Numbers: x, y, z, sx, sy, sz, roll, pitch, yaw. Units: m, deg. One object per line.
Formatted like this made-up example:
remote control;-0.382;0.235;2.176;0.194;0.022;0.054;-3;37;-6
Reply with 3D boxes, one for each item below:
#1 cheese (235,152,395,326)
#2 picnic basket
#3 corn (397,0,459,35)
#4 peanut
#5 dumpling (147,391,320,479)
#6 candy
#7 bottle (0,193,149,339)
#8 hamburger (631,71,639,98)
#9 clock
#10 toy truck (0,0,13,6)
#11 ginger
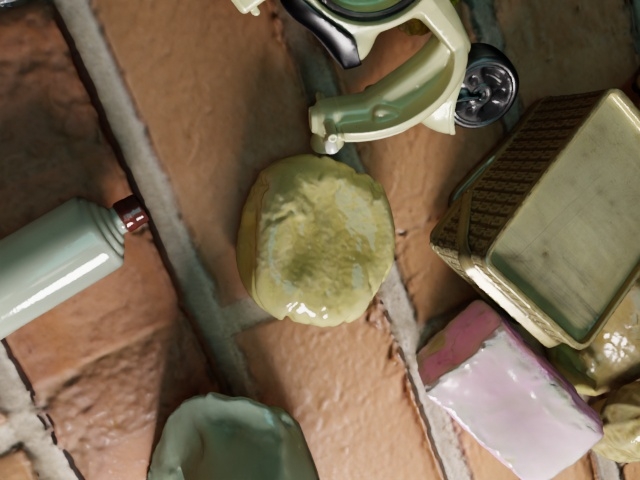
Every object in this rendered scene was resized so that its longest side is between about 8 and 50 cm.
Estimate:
cheese;0.000;0.000;0.846;0.213;0.117;0.226;10;93;-23
picnic basket;0.333;-0.032;0.905;0.228;0.175;0.313;40;84;-18
corn;0.180;-0.381;0.838;0.093;0.093;0.244;41;86;-18
peanut;0.481;0.285;0.977;0.123;0.257;0.124;1;67;-3
dumpling;-0.083;0.362;0.853;0.211;0.270;0.321;3;75;-38
candy;0.280;0.228;0.949;0.155;0.116;0.265;-42;107;15
bottle;-0.321;0.022;0.761;0.245;0.104;0.104;-32;107;-9
hamburger;0.635;-0.212;0.914;0.276;0.276;0.237;-43;106;-5
clock;0.061;-0.249;0.759;0.276;0.120;0.379;-28;126;13
toy truck;-0.249;-0.371;0.676;0.363;0.178;0.177;-16;104;-10
ginger;0.457;0.131;0.987;0.152;0.138;0.267;17;100;-13
